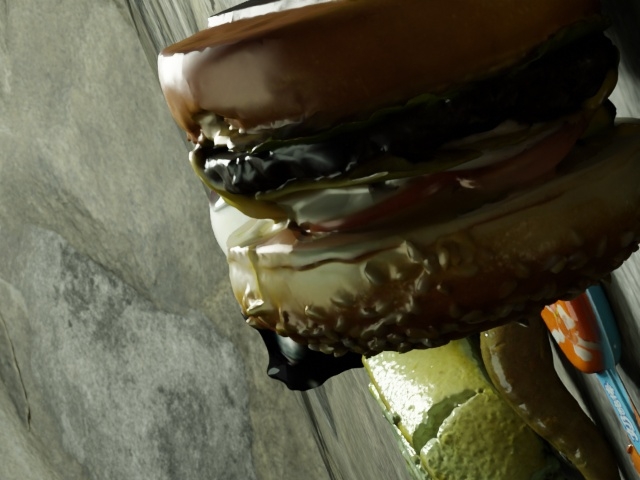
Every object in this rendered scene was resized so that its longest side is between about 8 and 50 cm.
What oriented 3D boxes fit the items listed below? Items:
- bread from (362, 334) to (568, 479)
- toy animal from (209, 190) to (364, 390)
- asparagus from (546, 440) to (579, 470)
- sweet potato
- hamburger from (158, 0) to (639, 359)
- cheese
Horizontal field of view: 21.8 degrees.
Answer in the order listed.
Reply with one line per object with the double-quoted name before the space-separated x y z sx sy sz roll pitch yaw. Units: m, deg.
"bread" 0.129 0.176 1.518 0.186 0.124 0.257 58 179 -31
"toy animal" 0.005 -0.008 1.590 0.212 0.212 0.267 58 164 33
"asparagus" 0.187 0.133 1.444 0.165 0.030 0.036 60 160 25
"sweet potato" 0.178 0.117 1.366 0.069 0.059 0.250 -24 93 43
"hamburger" 0.061 -0.057 0.970 0.291 0.291 0.225 -156 48 -75
"cheese" 0.202 0.083 1.224 0.256 0.037 0.106 65 171 5
